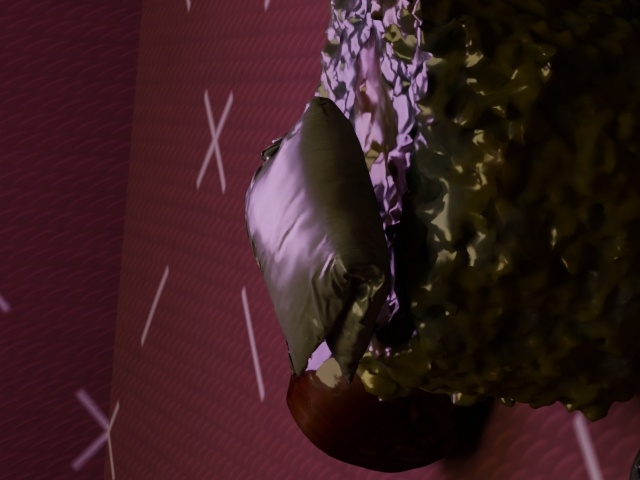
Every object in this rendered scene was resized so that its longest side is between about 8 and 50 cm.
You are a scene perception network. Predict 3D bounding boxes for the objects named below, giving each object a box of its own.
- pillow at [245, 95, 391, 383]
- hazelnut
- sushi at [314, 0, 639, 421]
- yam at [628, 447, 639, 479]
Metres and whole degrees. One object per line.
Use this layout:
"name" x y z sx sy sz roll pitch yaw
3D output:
"pillow" 0.000 0.000 1.395 0.134 0.078 0.181 116 148 -46
"hazelnut" 0.067 0.127 1.768 0.204 0.178 0.178 -45 34 15
"sushi" 0.129 -0.053 1.507 0.396 0.240 0.351 -115 33 -59
"yam" 0.286 0.153 1.160 0.254 0.154 0.154 131 139 -62
